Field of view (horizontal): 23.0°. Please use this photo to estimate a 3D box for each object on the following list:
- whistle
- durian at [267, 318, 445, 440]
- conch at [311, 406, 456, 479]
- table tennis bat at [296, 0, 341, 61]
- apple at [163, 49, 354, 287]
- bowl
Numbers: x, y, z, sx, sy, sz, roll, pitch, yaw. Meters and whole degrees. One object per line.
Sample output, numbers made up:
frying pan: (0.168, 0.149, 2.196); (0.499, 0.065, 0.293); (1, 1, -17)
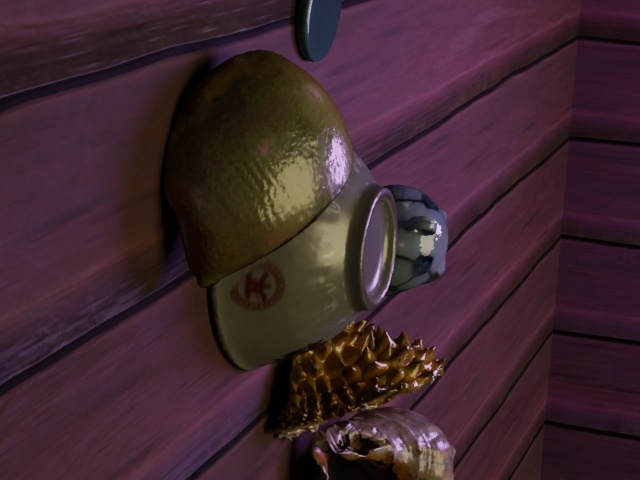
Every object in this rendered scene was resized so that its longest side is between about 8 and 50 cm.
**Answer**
whistle: (0.095, 0.004, 2.259); (0.290, 0.163, 0.163); (152, -45, -65)
durian: (0.069, 0.179, 2.140); (0.305, 0.196, 0.185); (4, 87, -70)
conch: (0.066, 0.332, 2.256); (0.291, 0.159, 0.210); (24, 86, -37)
table tennis bat: (0.012, -0.322, 2.010); (0.124, 0.033, 0.201); (64, 40, -62)
apple: (-0.061, -0.097, 1.688); (0.265, 0.120, 0.193); (-47, 122, -37)
bowl: (0.000, 0.000, 1.907); (0.337, 0.157, 0.337); (7, 90, -72)
